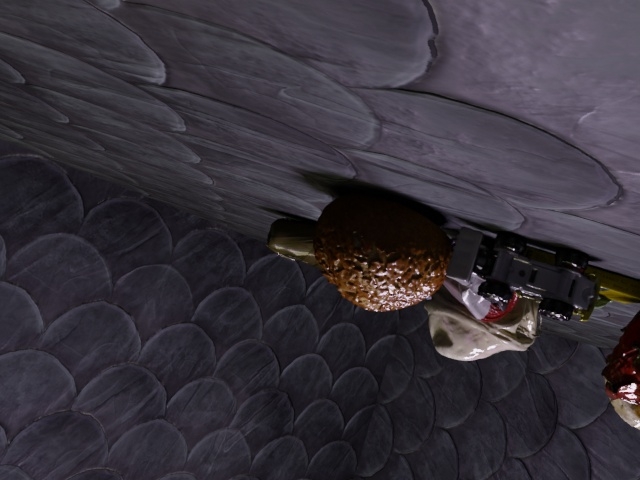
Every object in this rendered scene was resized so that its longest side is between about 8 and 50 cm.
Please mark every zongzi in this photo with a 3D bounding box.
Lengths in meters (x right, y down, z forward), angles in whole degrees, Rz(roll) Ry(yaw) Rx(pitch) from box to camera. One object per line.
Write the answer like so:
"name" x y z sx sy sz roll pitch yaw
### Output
"zongzi" 0.000 0.000 2.060 0.260 0.123 0.289 22 163 -17

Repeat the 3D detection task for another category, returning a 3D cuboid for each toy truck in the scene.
"toy truck" 0.387 0.068 1.393 0.286 0.136 0.111 18 172 9

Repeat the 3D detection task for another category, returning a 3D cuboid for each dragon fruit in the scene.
"dragon fruit" 0.706 0.237 1.435 0.299 0.244 0.244 -22 166 9

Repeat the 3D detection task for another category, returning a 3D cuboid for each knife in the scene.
"knife" 0.628 0.131 1.606 0.030 0.014 0.207 23 -164 32

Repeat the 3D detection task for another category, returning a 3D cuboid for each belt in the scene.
"belt" 0.347 0.091 1.552 0.201 0.128 0.124 46 -179 -43

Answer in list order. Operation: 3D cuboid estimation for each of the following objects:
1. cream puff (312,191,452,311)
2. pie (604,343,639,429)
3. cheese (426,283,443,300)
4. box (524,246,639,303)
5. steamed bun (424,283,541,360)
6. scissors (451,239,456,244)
"cream puff" 0.114 0.032 1.456 0.303 0.212 0.303 25 173 3
"pie" 0.781 0.292 1.573 0.315 0.315 0.092 14 152 28
"cheese" 0.344 0.123 2.128 0.329 0.129 0.217 34 177 25
"box" 0.540 0.076 1.517 0.279 0.041 0.153 16 176 2
"steamed bun" 0.392 0.149 1.790 0.280 0.207 0.268 -7 -159 14
"scissors" 0.315 0.012 1.683 0.039 0.012 0.113 17 175 0
